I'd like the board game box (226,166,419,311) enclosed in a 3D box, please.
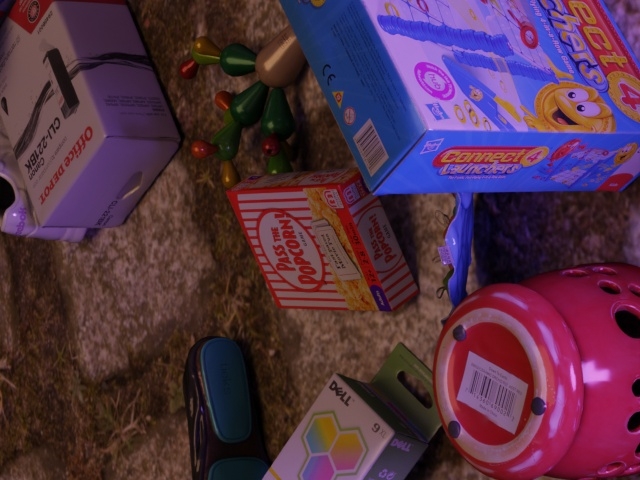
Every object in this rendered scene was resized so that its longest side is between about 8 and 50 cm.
[{"bbox_3d":[0.000,0.000,1.797,0.193,0.045,0.147,-2,117,52],"label":"board game box"}]

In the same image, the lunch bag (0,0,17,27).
[{"bbox_3d":[-0.501,-0.249,2.267,0.115,0.243,0.303,38,156,-3],"label":"lunch bag"}]

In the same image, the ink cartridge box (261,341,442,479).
[{"bbox_3d":[0.035,0.208,1.741,0.209,0.062,0.109,-55,47,9],"label":"ink cartridge box"}]

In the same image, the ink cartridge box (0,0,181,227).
[{"bbox_3d":[-0.303,-0.176,2.153,0.197,0.114,0.273,-48,56,41],"label":"ink cartridge box"}]

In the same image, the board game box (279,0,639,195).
[{"bbox_3d":[0.118,-0.187,1.482,0.086,0.302,0.308,-48,57,40],"label":"board game box"}]

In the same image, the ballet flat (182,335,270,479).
[{"bbox_3d":[-0.108,0.248,1.963,0.096,0.095,0.281,-41,50,55],"label":"ballet flat"}]

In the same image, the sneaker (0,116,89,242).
[{"bbox_3d":[-0.418,-0.104,2.272,0.305,0.152,0.114,45,127,42],"label":"sneaker"}]

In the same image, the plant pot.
[{"bbox_3d":[0.207,0.115,1.493,0.191,0.174,0.191,0,89,50],"label":"plant pot"}]

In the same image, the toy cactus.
[{"bbox_3d":[-0.078,-0.168,1.900,0.180,0.112,0.219,-51,45,28],"label":"toy cactus"}]

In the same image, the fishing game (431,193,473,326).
[{"bbox_3d":[0.121,-0.001,1.600,0.041,0.189,0.264,4,91,9],"label":"fishing game"}]
